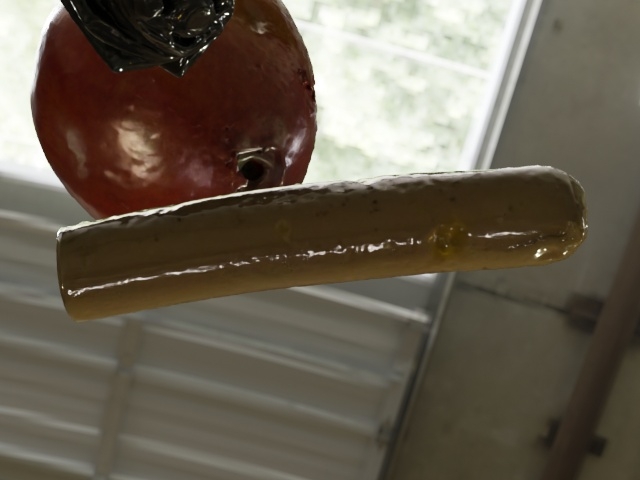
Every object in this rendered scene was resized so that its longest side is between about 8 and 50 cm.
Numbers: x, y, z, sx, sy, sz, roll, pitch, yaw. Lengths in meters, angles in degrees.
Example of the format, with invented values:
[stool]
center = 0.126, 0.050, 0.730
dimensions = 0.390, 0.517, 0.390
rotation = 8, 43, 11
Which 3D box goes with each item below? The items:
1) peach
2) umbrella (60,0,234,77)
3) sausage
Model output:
[peach]
center = -0.125, -0.126, 1.469
dimensions = 0.281, 0.281, 0.238
rotation = 31, 170, 29
[umbrella]
center = -0.176, -0.217, 1.059
dimensions = 0.118, 0.118, 0.340
rotation = -8, -146, -39
[sausage]
center = -0.001, -0.002, 0.915
dimensions = 0.301, 0.065, 0.066
rotation = -6, -154, 3
